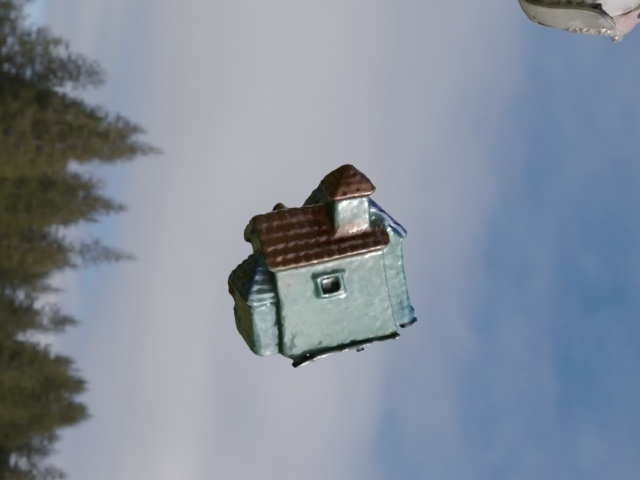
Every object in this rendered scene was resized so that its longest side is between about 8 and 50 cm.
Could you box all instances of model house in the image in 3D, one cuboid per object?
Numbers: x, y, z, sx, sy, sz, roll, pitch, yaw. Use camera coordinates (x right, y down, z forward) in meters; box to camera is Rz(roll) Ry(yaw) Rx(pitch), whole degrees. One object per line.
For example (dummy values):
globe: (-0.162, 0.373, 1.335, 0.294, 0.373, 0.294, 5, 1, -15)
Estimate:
model house: (0.000, 0.000, 0.914, 0.119, 0.148, 0.149, -123, -154, -57)

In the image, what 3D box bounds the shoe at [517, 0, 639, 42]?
shoe: (0.298, -0.343, 1.393, 0.198, 0.350, 0.172, -59, -149, 37)
